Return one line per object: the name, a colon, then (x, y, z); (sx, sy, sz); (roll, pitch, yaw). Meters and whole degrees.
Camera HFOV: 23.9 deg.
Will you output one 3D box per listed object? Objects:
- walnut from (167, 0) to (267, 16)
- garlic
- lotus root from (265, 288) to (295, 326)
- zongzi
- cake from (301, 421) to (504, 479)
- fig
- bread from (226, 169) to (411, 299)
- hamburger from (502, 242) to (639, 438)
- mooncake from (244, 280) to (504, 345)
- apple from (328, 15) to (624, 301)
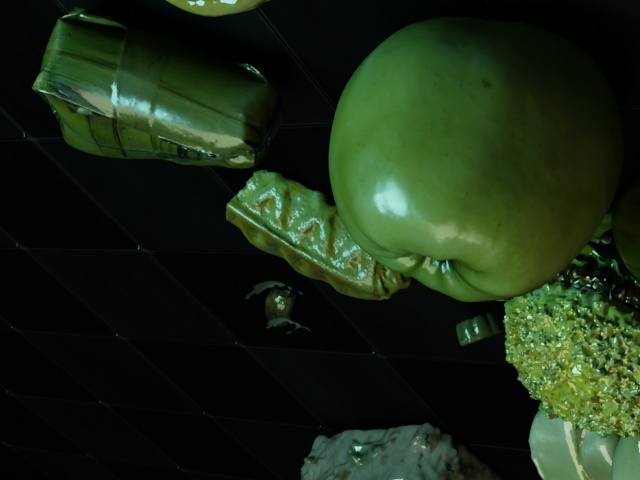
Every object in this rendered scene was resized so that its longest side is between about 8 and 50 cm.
walnut: (-0.074, -0.292, 1.135); (0.224, 0.257, 0.257); (-3, 177, -44)
garlic: (0.393, 0.237, 1.804); (0.281, 0.185, 0.203); (17, 134, 59)
lotus root: (-0.058, 0.092, 2.038); (0.037, 0.030, 0.083); (22, 153, 5)
zongzi: (-0.166, -0.125, 1.641); (0.260, 0.123, 0.289); (18, 163, 5)
cake: (0.109, 0.473, 2.310); (0.314, 0.306, 0.293); (-9, 142, 47)
fig: (0.330, -0.027, 1.452); (0.151, 0.151, 0.259); (38, 177, -27)
bread: (0.000, 0.000, 1.770); (0.232, 0.088, 0.128); (24, 146, 10)
hamburger: (0.292, 0.109, 1.633); (0.262, 0.138, 0.243); (31, 148, 14)
mooncake: (0.074, 0.095, 1.749); (0.150, 0.057, 0.347); (-28, 150, 27)
apple: (0.137, -0.073, 1.360); (0.262, 0.262, 0.262); (19, 153, 10)
